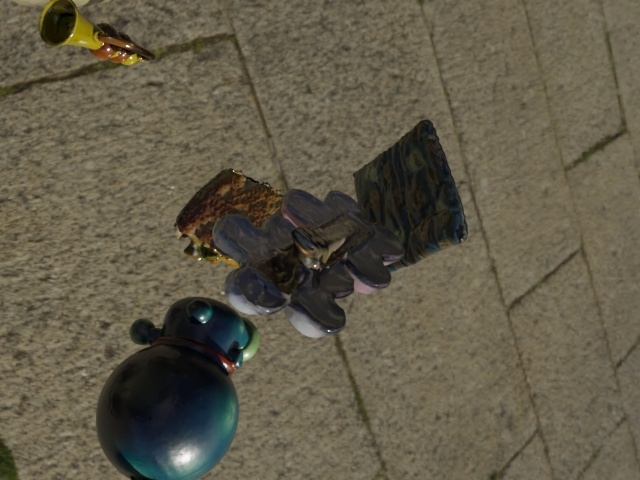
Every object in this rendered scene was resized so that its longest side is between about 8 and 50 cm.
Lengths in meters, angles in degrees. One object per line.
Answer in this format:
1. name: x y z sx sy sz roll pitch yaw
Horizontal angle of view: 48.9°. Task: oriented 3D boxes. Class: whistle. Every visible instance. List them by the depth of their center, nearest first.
1. whistle: -0.200 -0.192 0.661 0.109 0.057 0.046 6 72 -58

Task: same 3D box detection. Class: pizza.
1. pizza: -0.101 -0.013 1.038 0.069 0.226 0.147 67 47 -76

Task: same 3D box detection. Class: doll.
1. doll: -0.209 0.215 1.025 0.186 0.198 0.322 87 13 -55

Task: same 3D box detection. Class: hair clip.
1. hair clip: -0.003 0.006 0.664 0.075 0.146 0.257 -59 167 21

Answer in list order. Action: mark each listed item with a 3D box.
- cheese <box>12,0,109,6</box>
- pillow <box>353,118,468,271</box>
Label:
1. cheese: -0.376 -0.512 1.076 0.129 0.351 0.328 33 34 -2
2. pillow: 0.128 -0.056 1.083 0.034 0.255 0.189 -8 79 -28
